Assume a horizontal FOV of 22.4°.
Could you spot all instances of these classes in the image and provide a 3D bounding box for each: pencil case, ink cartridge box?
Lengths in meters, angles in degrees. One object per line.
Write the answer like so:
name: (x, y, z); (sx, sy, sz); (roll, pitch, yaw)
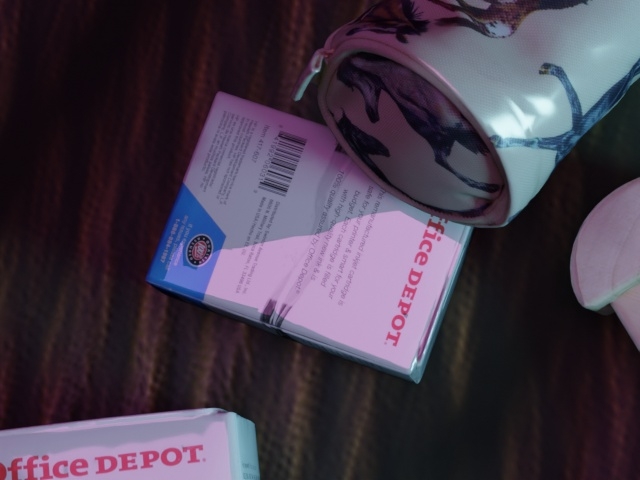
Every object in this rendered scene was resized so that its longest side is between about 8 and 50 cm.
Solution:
pencil case: (0.169, -0.194, 1.088); (0.183, 0.160, 0.410); (38, 71, 13)
ink cartridge box: (0.000, 0.000, 1.153); (0.203, 0.086, 0.148); (20, 82, 10)
ink cartridge box: (-0.134, 0.262, 1.105); (0.198, 0.115, 0.273); (-7, 79, 6)

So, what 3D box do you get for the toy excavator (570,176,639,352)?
toy excavator: (0.396, 0.151, 1.024); (0.445, 0.222, 0.433); (-7, 81, 19)
